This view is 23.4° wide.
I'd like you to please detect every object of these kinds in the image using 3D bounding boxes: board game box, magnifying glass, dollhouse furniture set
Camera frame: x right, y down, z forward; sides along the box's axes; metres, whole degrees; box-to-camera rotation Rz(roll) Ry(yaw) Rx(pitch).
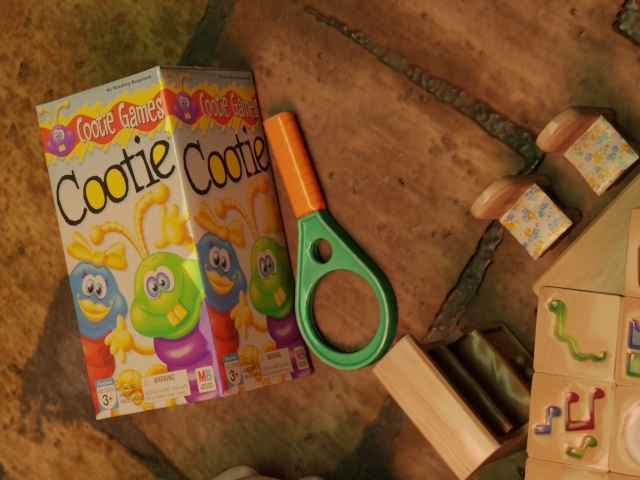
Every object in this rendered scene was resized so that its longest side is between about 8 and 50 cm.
[{"bbox_3d":[-0.126,0.001,1.340,0.144,0.142,0.275,-14,86,31],"label":"board game box"},{"bbox_3d":[0.000,0.000,1.333,0.092,0.026,0.231,-24,80,30],"label":"magnifying glass"},{"bbox_3d":[0.182,0.050,1.146,0.212,0.161,0.242,50,115,19],"label":"dollhouse furniture set"}]

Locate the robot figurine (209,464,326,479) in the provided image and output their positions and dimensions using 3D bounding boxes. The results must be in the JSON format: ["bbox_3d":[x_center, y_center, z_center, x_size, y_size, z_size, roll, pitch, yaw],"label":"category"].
[{"bbox_3d":[-0.092,0.327,1.282,0.353,0.200,0.300,-36,34,27],"label":"robot figurine"}]

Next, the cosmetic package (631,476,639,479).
[{"bbox_3d":[0.248,0.229,1.089,0.385,0.217,0.156,-28,78,31],"label":"cosmetic package"}]

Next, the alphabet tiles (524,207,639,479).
[{"bbox_3d":[0.259,0.157,0.952,0.285,0.011,0.342,6,95,30],"label":"alphabet tiles"}]
